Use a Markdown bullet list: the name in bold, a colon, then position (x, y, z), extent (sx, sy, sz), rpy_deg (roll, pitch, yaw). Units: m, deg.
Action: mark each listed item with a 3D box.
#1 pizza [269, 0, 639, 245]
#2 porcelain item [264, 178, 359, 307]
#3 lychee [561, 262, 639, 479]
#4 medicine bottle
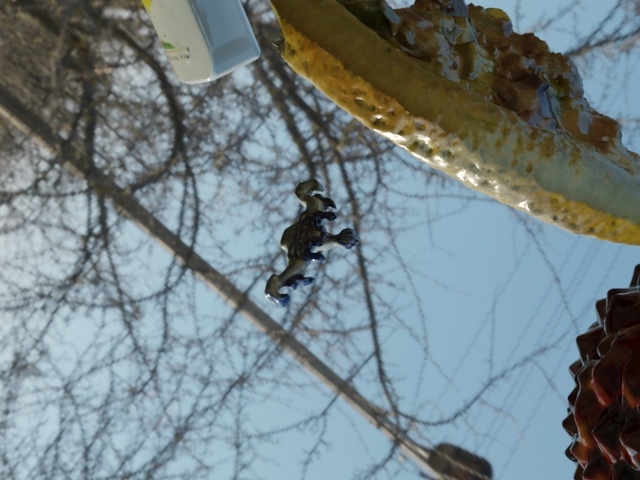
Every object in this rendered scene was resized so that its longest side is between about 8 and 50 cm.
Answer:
- **pizza**: position (0.120, -0.090, 0.697), extent (0.268, 0.257, 0.087), rpy_deg (52, -51, 29)
- **porcelain item**: position (0.000, 0.000, 0.882), extent (0.075, 0.021, 0.136), rpy_deg (0, -125, 24)
- **lychee**: position (0.468, 0.183, 0.866), extent (0.424, 0.499, 0.425), rpy_deg (15, 90, -90)
- **medicine bottle**: position (-0.181, -0.344, 1.166), extent (0.111, 0.296, 0.161), rpy_deg (-29, -156, -19)
